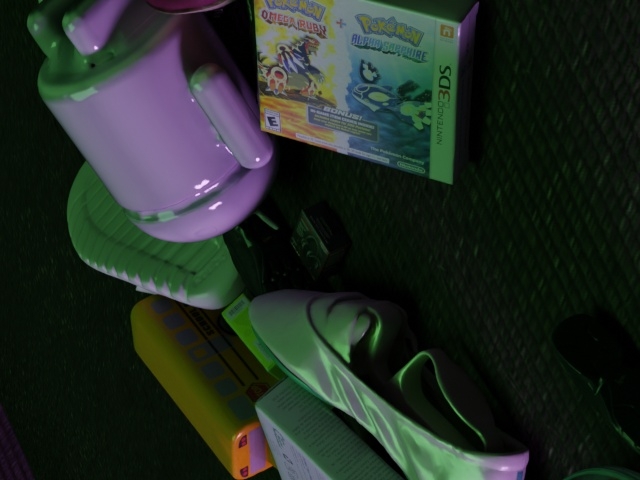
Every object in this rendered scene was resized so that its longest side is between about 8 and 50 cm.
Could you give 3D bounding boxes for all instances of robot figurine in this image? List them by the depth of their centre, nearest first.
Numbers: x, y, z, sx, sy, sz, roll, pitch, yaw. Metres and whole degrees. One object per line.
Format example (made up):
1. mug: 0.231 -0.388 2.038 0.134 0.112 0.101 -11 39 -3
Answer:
1. robot figurine: -0.174 -0.141 1.819 0.300 0.200 0.353 14 144 50

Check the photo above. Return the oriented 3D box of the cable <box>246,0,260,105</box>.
1. cable: -0.045 -0.252 1.722 0.139 0.072 0.287 175 85 -74

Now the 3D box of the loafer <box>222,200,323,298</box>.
1. loafer: -0.057 0.034 1.952 0.223 0.076 0.078 59 160 26

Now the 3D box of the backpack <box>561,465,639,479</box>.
1. backpack: 0.264 0.319 1.410 0.253 0.191 0.225 55 151 7

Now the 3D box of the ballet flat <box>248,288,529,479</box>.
1. ballet flat: 0.080 0.144 1.734 0.400 0.139 0.139 44 147 33

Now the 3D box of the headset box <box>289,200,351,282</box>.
1. headset box: 0.000 0.000 1.850 0.062 0.032 0.083 58 156 18

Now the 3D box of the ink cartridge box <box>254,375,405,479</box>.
1. ink cartridge box: 0.075 0.338 1.838 0.330 0.071 0.324 41 162 27

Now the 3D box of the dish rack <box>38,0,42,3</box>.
1. dish rack: -0.290 -0.251 2.169 0.333 0.072 0.286 38 144 48

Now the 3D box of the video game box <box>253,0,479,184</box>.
1. video game box: 0.039 -0.157 1.498 0.205 0.048 0.187 17 134 19

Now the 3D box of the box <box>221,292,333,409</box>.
1. box: -0.039 0.142 1.967 0.109 0.042 0.178 47 -179 36

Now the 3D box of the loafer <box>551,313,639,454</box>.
1. loafer: 0.267 0.137 1.420 0.170 0.062 0.061 55 175 31

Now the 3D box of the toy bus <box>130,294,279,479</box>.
1. toy bus: -0.108 0.192 2.118 0.333 0.130 0.108 47 149 36

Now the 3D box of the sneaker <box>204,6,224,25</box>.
1. sneaker: -0.147 -0.310 1.862 0.073 0.063 0.162 -113 20 -49

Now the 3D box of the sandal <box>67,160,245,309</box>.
1. sandal: -0.212 0.000 2.179 0.102 0.169 0.416 36 180 -41

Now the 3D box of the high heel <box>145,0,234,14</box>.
1. high heel: -0.068 -0.329 1.542 0.377 0.127 0.181 -9 114 43
